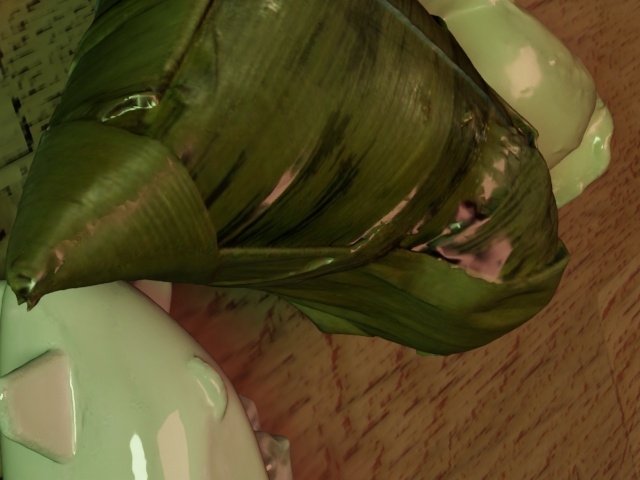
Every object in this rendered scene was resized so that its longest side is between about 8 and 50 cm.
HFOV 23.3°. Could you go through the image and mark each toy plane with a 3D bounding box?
[{"bbox_3d":[-0.072,0.130,0.601,0.267,0.123,0.266,-7,90,-66],"label":"toy plane"}]

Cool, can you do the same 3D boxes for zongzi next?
[{"bbox_3d":[0.000,0.000,0.607,0.251,0.125,0.274,45,32,-26],"label":"zongzi"}]

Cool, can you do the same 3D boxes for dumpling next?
[{"bbox_3d":[0.074,-0.062,0.813,0.134,0.100,0.169,-47,156,7],"label":"dumpling"}]
